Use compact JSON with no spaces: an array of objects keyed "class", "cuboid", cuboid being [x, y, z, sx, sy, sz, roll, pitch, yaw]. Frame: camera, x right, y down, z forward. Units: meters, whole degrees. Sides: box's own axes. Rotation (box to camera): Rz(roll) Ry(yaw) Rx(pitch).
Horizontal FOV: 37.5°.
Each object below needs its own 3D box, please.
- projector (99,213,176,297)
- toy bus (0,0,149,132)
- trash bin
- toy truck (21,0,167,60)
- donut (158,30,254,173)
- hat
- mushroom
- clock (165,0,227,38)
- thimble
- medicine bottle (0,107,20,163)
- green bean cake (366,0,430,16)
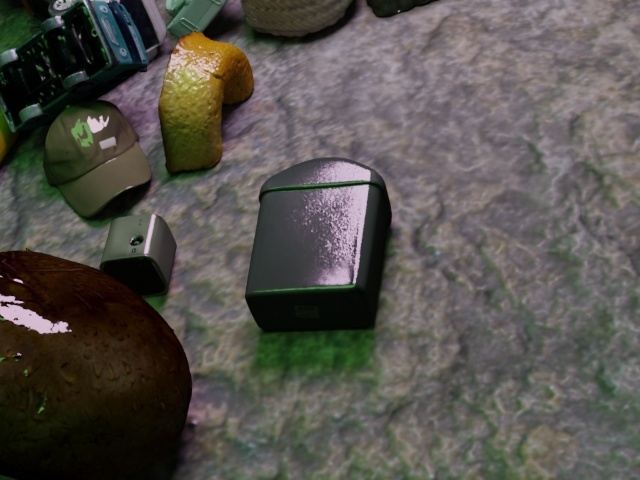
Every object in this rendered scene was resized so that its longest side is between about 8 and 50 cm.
[{"class":"projector","cuboid":[-0.251,0.022,1.307,0.083,0.083,0.082,-8,45,11]},{"class":"toy bus","cuboid":[-0.409,-0.287,1.546,0.256,0.128,0.147,-24,0,31]},{"class":"trash bin","cuboid":[0.000,0.000,1.244,0.176,0.101,0.236,-3,48,13]},{"class":"toy truck","cuboid":[-0.438,-0.455,1.764,0.207,0.173,0.387,-36,48,-16]},{"class":"donut","cuboid":[-0.188,-0.241,1.497,0.101,0.152,0.259,9,52,15]},{"class":"hat","cuboid":[-0.354,-0.137,1.475,0.166,0.144,0.173,-33,24,-13]},{"class":"mushroom","cuboid":[-0.317,0.135,1.065,0.345,0.239,0.345,0,16,0]},{"class":"clock","cuboid":[-0.230,-0.459,1.746,0.148,0.060,0.188,-47,33,19]},{"class":"thimble","cuboid":[-0.046,-0.466,1.673,0.219,0.150,0.219,-9,43,9]},{"class":"medicine bottle","cuboid":[-0.550,-0.186,1.615,0.073,0.074,0.218,0,45,17]},{"class":"green bean cake","cuboid":[0.154,-0.499,1.693,0.183,0.094,0.185,-18,49,-2]}]
